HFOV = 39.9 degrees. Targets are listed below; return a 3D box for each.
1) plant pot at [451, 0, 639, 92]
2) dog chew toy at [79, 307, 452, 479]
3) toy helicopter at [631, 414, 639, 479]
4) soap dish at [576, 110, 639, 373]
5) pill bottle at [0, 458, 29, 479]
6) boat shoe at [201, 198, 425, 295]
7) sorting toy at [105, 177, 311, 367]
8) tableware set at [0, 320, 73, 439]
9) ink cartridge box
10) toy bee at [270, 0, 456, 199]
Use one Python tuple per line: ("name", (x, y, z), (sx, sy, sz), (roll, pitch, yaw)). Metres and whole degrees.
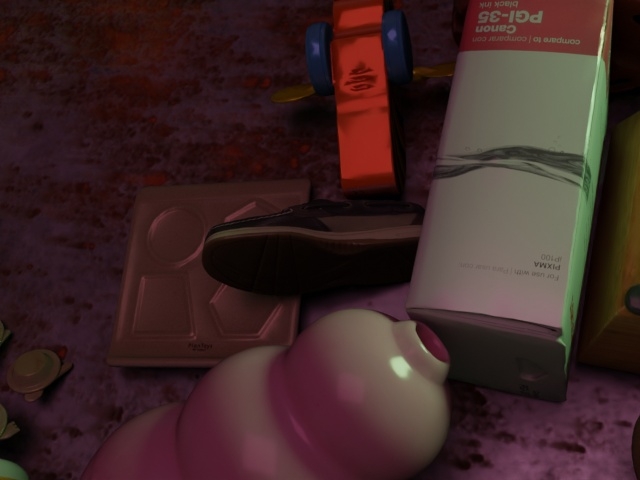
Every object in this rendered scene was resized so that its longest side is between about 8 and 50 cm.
("plant pot", (0.242, -0.294, 0.804), (0.272, 0.272, 0.265), (9, 77, 20))
("dog chew toy", (-0.037, 0.175, 0.667), (0.332, 0.207, 0.206), (-42, 60, 19))
("toy helicopter", (0.331, 0.255, 0.578), (0.140, 0.235, 0.355), (-14, 64, -38))
("soap dish", (0.369, 0.010, 0.703), (0.291, 0.118, 0.228), (9, 70, 19))
("pill bottle", (-0.314, 0.337, 0.737), (0.162, 0.162, 0.278), (-19, 64, 8))
("boat shoe", (0.001, -0.001, 0.823), (0.224, 0.080, 0.073), (-2, 44, -9))
("sorting toy", (-0.107, 0.032, 0.883), (0.193, 0.038, 0.208), (-2, 62, 16))
("tableware set", (-0.345, 0.143, 0.886), (0.169, 0.020, 0.141), (21, 52, 28))
("ink cartridge box", (0.165, -0.033, 0.730), (0.117, 0.207, 0.283), (8, 69, 19))
("toy bee", (0.059, -0.190, 0.883), (0.195, 0.162, 0.298), (16, 97, 13))
